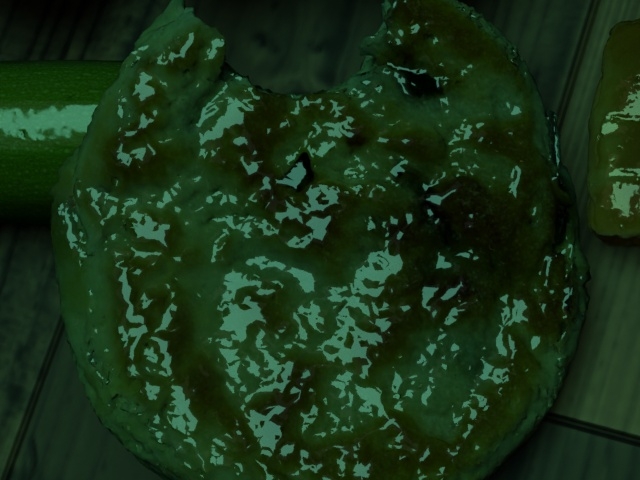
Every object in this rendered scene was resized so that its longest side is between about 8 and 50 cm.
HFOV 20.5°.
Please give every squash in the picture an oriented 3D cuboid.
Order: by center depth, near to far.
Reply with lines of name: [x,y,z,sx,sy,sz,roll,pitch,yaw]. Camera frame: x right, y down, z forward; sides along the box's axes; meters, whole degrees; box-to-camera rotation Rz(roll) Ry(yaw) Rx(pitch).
squash: [-0.187,-0.057,1.028,0.379,0.101,0.101,-1,72,12]

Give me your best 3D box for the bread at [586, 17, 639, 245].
bread: [0.182,-0.058,0.955,0.074,0.053,0.132,5,72,17]

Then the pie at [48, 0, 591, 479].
pie: [0.001,0.008,0.932,0.303,0.067,0.302,0,84,-4]
